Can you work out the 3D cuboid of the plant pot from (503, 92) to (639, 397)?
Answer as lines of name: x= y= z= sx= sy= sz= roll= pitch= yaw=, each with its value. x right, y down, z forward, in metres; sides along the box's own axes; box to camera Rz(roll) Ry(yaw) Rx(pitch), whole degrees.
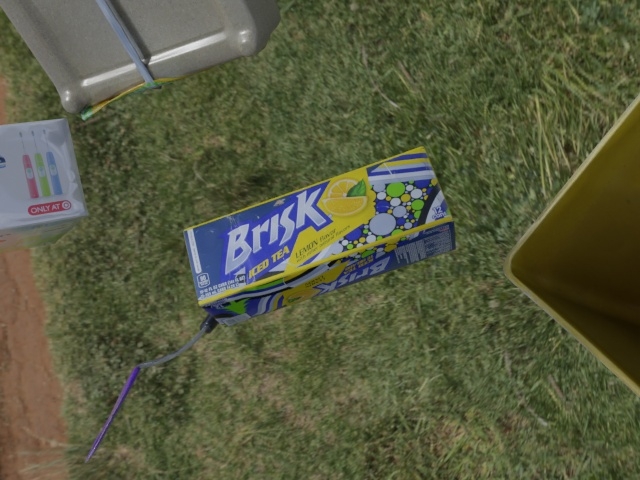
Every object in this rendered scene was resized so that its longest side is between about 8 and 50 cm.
plant pot: x=0.303 y=0.023 z=0.494 sx=0.212 sy=0.187 sz=0.212 roll=-54 pitch=37 yaw=13

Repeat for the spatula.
spatula: x=-0.141 y=0.102 z=0.733 sx=0.030 sy=0.084 sz=0.296 roll=43 pitch=58 yaw=-1

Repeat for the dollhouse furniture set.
dollhouse furniture set: x=-0.161 y=-0.272 z=0.529 sx=0.198 sy=0.151 sz=0.301 roll=-11 pitch=127 yaw=23

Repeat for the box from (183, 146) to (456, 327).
box: x=0.000 y=0.000 z=0.473 sx=0.169 sy=0.054 sz=0.059 roll=-19 pitch=64 yaw=4

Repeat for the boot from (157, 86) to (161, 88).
boot: x=-0.180 y=-0.273 z=0.721 sx=0.091 sy=0.263 sz=0.228 roll=11 pitch=91 yaw=4

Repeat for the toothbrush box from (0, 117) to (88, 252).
toothbrush box: x=-0.424 y=-0.048 z=0.876 sx=0.283 sy=0.206 sz=0.122 roll=-17 pitch=86 yaw=61
